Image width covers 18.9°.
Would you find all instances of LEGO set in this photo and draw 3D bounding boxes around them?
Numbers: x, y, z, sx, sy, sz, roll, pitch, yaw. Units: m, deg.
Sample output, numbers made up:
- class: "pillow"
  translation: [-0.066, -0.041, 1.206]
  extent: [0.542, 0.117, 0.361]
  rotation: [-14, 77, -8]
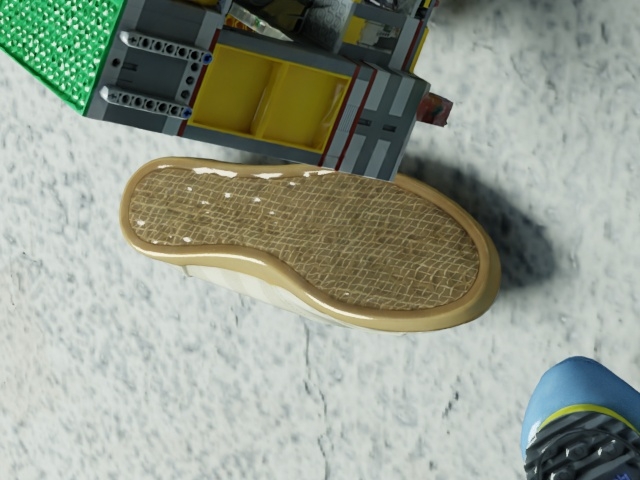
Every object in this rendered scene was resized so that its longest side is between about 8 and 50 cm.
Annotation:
- class: "LEGO set"
  translation: [-0.046, -0.169, 0.866]
  extent: [0.331, 0.192, 0.254]
  rotation: [25, 101, 51]

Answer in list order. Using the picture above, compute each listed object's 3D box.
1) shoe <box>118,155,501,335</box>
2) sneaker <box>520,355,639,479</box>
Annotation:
- class: "shoe"
  translation: [0.000, 0.000, 0.938]
  extent: [0.219, 0.058, 0.076]
  rotation: [14, 82, 35]
- class: "sneaker"
  translation: [0.155, 0.141, 0.836]
  extent: [0.069, 0.082, 0.209]
  rotation: [-27, 103, 18]
